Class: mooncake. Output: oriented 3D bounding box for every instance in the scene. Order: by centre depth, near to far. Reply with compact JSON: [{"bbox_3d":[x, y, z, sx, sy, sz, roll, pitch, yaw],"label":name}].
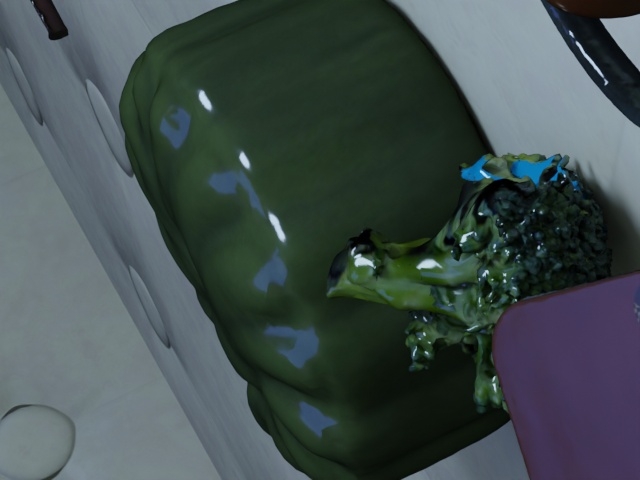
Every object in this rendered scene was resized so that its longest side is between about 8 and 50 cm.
[{"bbox_3d":[0.000,0.000,1.236,0.351,0.187,0.351,60,165,28],"label":"mooncake"}]

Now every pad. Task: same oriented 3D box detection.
[{"bbox_3d":[0.183,0.093,0.784,0.267,0.004,0.181,-19,88,50],"label":"pad"}]

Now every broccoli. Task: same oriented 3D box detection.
[{"bbox_3d":[0.085,0.020,0.996,0.167,0.160,0.155,-72,-7,-75],"label":"broccoli"}]

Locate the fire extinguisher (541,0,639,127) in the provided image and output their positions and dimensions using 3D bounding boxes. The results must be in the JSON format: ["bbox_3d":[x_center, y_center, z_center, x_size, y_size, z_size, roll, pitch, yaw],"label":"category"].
[{"bbox_3d":[0.093,-0.188,0.721,0.376,0.113,0.200,60,-170,22],"label":"fire extinguisher"}]

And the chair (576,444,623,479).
[{"bbox_3d":[0.163,0.055,0.874,0.106,0.113,0.229,52,165,38],"label":"chair"}]

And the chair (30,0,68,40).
[{"bbox_3d":[-0.222,-0.359,1.447,0.326,0.175,0.183,58,157,13],"label":"chair"}]
